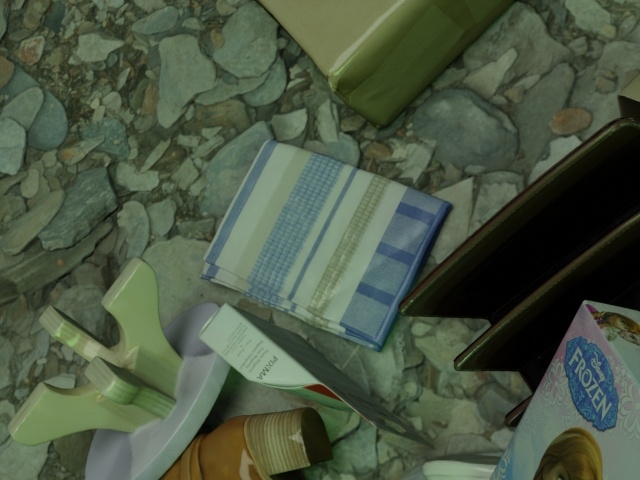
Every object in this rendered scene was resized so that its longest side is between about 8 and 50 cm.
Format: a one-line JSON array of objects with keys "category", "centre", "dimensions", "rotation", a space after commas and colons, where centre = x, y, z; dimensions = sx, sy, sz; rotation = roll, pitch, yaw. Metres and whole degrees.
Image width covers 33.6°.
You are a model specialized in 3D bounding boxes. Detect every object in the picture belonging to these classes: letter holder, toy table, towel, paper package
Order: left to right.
[{"category": "toy table", "centre": [-0.239, 0.167, 1.275], "dimensions": [0.252, 0.161, 0.274], "rotation": [9, 66, 53]}, {"category": "towel", "centre": [0.000, 0.000, 1.322], "dimensions": [0.285, 0.034, 0.209], "rotation": [21, 81, 29]}, {"category": "paper package", "centre": [0.075, -0.364, 1.333], "dimensions": [0.325, 0.168, 0.309], "rotation": [-44, 60, 8]}, {"category": "letter holder", "centre": [0.254, 0.042, 1.028], "dimensions": [0.302, 0.214, 0.152], "rotation": [-44, 59, 28]}]

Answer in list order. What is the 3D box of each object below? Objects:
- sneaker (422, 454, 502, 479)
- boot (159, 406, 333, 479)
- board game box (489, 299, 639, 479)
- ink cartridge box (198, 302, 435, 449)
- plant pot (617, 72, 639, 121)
[{"category": "sneaker", "centre": [0.203, 0.279, 1.106], "dimensions": [0.212, 0.080, 0.094], "rotation": [5, 90, 28]}, {"category": "boot", "centre": [-0.080, 0.343, 1.206], "dimensions": [0.220, 0.109, 0.283], "rotation": [-21, 75, 27]}, {"category": "board game box", "centre": [0.233, 0.267, 0.883], "dimensions": [0.318, 0.066, 0.318], "rotation": [-107, 33, -59]}, {"category": "ink cartridge box", "centre": [-0.003, 0.168, 1.174], "dimensions": [0.232, 0.189, 0.066], "rotation": [41, 94, 30]}, {"category": "plant pot", "centre": [0.396, -0.145, 1.139], "dimensions": [0.109, 0.109, 0.096], "rotation": [27, 73, 31]}]
